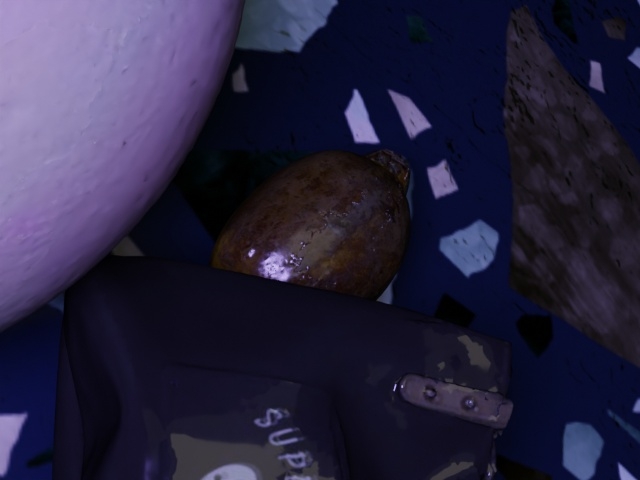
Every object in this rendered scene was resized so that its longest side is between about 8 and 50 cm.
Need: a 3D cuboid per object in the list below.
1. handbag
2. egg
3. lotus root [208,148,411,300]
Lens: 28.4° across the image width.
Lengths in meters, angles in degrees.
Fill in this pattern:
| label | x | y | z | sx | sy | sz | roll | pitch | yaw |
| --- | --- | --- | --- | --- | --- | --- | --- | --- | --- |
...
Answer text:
| label | x | y | z | sx | sy | sz | roll | pitch | yaw |
| --- | --- | --- | --- | --- | --- | --- | --- | --- | --- |
| handbag | -0.019 | 0.175 | 0.757 | 0.288 | 0.152 | 0.342 | 2 | 70 | -8 |
| egg | -0.185 | -0.149 | 0.650 | 0.354 | 0.340 | 0.354 | 51 | 17 | -22 |
| lotus root | 0.000 | 0.000 | 0.914 | 0.120 | 0.120 | 0.209 | 50 | 60 | -3 |
